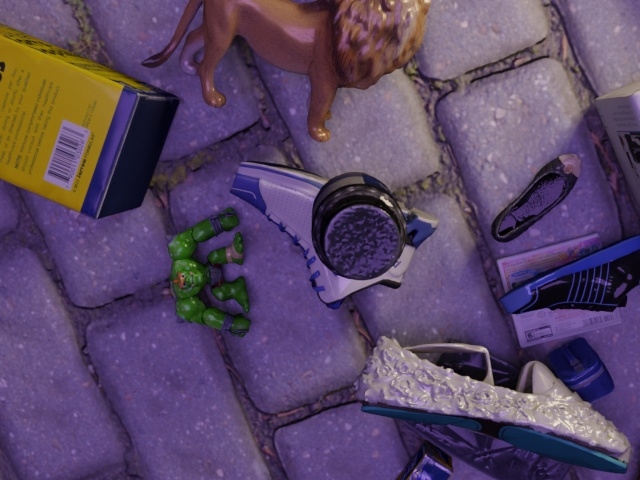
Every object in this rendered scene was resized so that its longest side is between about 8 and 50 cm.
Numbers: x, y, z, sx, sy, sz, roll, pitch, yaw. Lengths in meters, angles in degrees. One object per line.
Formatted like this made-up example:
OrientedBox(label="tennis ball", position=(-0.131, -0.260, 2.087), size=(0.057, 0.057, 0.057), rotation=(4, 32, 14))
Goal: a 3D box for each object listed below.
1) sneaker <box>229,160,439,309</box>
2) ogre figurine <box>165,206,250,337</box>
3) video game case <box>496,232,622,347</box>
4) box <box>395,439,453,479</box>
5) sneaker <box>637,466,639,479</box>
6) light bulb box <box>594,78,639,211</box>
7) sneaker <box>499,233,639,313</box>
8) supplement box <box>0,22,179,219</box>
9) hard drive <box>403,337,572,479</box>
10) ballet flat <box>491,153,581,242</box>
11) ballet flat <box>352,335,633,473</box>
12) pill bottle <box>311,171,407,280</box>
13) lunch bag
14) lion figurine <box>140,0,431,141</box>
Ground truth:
OrientedBox(label="sneaker", position=(0.001, 0.000, 1.285), size=(0.315, 0.127, 0.182), rotation=(19, 97, 3))
OrientedBox(label="ogre figurine", position=(-0.175, 0.057, 1.336), size=(0.118, 0.097, 0.197), rotation=(-8, 112, -10))
OrientedBox(label="video game case", position=(0.363, 0.076, 1.305), size=(0.157, 0.019, 0.143), rotation=(-16, 95, 10))
OrientedBox(label="box", position=(0.141, 0.404, 1.355), size=(0.054, 0.059, 0.169), rotation=(33, 100, 0))
OrientedBox(label="sneaker", position=(0.462, 0.470, 1.291), size=(0.180, 0.124, 0.321), rotation=(-4, 97, 7))
OrientedBox(label="light bulb box", position=(0.619, -0.100, 1.144), size=(0.357, 0.225, 0.361), rotation=(-23, 95, 9))
OrientedBox(label="sneaker", position=(0.383, 0.073, 1.250), size=(0.232, 0.081, 0.091), rotation=(-24, 86, 9))
OrientedBox(label="supplement box", position=(-0.428, -0.194, 1.278), size=(0.356, 0.194, 0.195), rotation=(23, 100, 3))
OrientedBox(label="hard drive", position=(0.276, 0.273, 1.323), size=(0.254, 0.054, 0.172), rotation=(28, 100, 4))
OrientedBox(label="ballet flat", position=(0.325, -0.059, 1.275), size=(0.057, 0.049, 0.173), rotation=(43, 100, -1))
OrientedBox(label="ballet flat", position=(0.252, 0.222, 1.230), size=(0.408, 0.147, 0.147), rotation=(13, 99, 7))
OrientedBox(label="pill bottle", position=(0.048, -0.018, 1.116), size=(0.122, 0.219, 0.123), rotation=(0, 101, -1))
OrientedBox(label="lunch bag", position=(0.387, 0.190, 1.279), size=(0.067, 0.098, 0.065), rotation=(-31, 111, 8))
OrientedBox(label="lion figurine", position=(-0.055, -0.296, 1.224), size=(0.391, 0.142, 0.240), rotation=(15, 122, -2))
